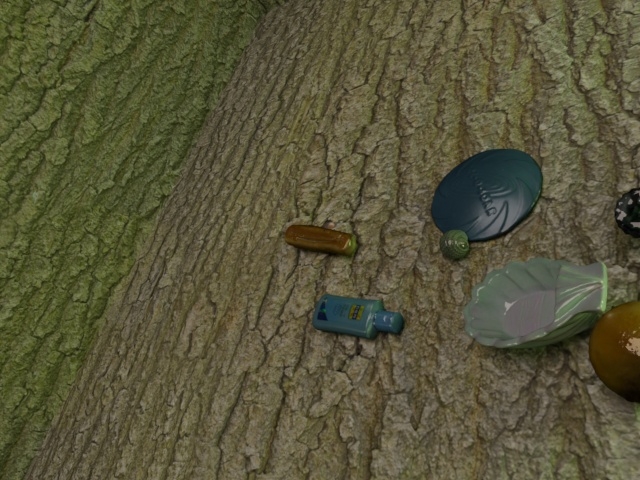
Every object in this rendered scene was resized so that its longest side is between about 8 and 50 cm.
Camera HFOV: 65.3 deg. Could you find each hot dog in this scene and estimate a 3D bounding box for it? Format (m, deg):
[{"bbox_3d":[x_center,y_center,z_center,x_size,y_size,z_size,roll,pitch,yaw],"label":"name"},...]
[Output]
[{"bbox_3d":[-0.003,0.000,1.535,0.285,0.061,0.088,16,74,47],"label":"hot dog"}]

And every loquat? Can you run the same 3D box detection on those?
[{"bbox_3d":[0.534,0.173,0.812,0.172,0.149,0.205,3,63,34],"label":"loquat"}]

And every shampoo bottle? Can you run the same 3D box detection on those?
[{"bbox_3d":[0.095,0.196,1.282,0.258,0.061,0.104,0,60,43],"label":"shampoo bottle"}]

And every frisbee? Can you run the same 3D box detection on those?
[{"bbox_3d":[0.407,-0.127,1.263,0.289,0.049,0.290,-25,44,27],"label":"frisbee"}]

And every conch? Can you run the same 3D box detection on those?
[{"bbox_3d":[0.320,0.008,1.221,0.085,0.056,0.076,-13,72,39],"label":"conch"}]

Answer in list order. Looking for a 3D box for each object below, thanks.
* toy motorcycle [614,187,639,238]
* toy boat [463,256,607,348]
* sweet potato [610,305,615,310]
[{"bbox_3d":[0.706,-0.070,0.865,0.326,0.143,0.188,12,68,40],"label":"toy motorcycle"},{"bbox_3d":[0.420,0.131,0.973,0.290,0.100,0.200,-26,37,51],"label":"toy boat"},{"bbox_3d":[0.537,0.173,0.914,0.026,0.026,0.115,-14,53,36],"label":"sweet potato"}]
